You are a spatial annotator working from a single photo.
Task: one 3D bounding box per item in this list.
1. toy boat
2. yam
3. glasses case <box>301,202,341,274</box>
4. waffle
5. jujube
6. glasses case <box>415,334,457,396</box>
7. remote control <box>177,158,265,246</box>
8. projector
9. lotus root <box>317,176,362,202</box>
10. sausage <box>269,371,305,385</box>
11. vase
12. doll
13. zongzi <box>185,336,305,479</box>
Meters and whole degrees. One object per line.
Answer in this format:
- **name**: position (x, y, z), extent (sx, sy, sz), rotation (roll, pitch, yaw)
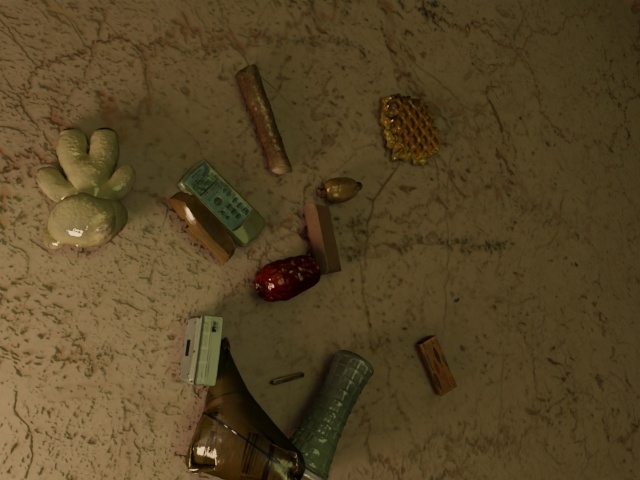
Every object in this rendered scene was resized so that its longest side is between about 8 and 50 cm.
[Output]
- **toy boat**: position (-0.279, -0.026, 1.150), extent (0.206, 0.072, 0.064), rotation (56, 42, -21)
- **yam**: position (-0.149, -0.317, 1.295), extent (0.066, 0.066, 0.300), rotation (-21, 90, -32)
- **glasses case**: position (0.000, 0.000, 1.324), extent (0.102, 0.070, 0.194), rotation (1, 75, -59)
- **waffle**: position (0.294, -0.360, 1.580), extent (0.237, 0.058, 0.243), rotation (-10, 87, -35)
- **jujube**: position (-0.078, 0.096, 1.218), extent (0.176, 0.112, 0.109), rotation (-14, 114, -39)
- **glasses case**: position (0.345, 0.375, 1.458), extent (0.064, 0.041, 0.170), rotation (-24, 93, -21)
- **remote control**: position (-0.241, -0.091, 1.206), extent (0.233, 0.038, 0.098), rotation (46, 60, -14)
- **projector**: position (-0.268, 0.242, 1.074), extent (0.061, 0.115, 0.147), rotation (12, 74, -26)
- **lotus root**: position (0.051, -0.143, 1.378), extent (0.150, 0.062, 0.073), rotation (-13, 109, -31)
- **sausage**: position (-0.082, 0.348, 1.221), extent (0.100, 0.015, 0.015), rotation (-7, 83, -32)
- **vase**: position (0.022, 0.424, 1.201), extent (0.143, 0.143, 0.299), rotation (41, 59, -17)
- **doll**: position (-0.484, -0.111, 1.032), extent (0.149, 0.175, 0.278), rotation (34, 47, -63)
- **zongzi**: position (-0.138, 0.383, 1.073), extent (0.260, 0.123, 0.289), rotation (11, 66, 7)
